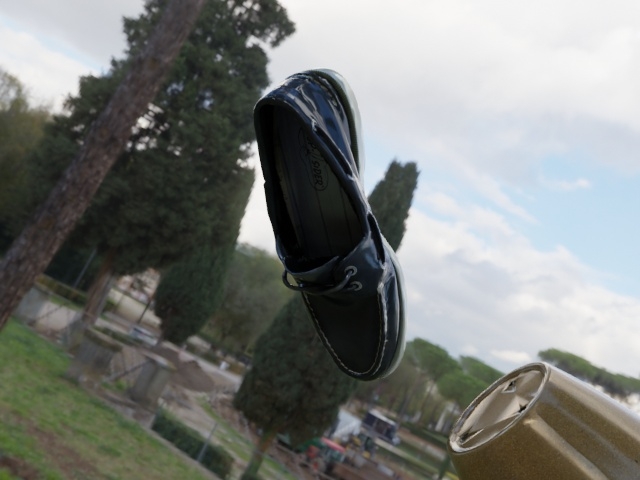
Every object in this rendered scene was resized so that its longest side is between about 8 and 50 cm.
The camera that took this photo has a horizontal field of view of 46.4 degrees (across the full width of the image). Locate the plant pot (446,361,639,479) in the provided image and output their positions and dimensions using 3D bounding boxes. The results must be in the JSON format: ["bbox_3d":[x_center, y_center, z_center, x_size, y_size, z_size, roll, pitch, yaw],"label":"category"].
[{"bbox_3d":[0.238,0.240,0.654,0.254,0.237,0.237,48,-11,-1],"label":"plant pot"}]

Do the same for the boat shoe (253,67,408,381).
[{"bbox_3d":[0.004,-0.001,0.761,0.127,0.340,0.113,0,15,29],"label":"boat shoe"}]
